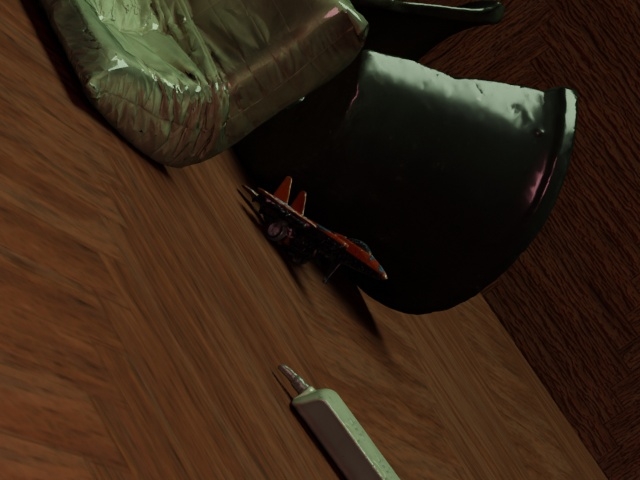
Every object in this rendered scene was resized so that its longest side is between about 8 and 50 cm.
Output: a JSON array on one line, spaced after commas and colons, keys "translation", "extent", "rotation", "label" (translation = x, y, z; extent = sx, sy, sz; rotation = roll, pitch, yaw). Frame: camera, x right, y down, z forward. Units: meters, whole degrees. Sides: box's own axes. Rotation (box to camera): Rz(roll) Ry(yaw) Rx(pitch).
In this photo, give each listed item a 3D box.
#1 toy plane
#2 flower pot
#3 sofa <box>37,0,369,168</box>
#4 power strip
[{"translation": [-0.003, 0.003, 1.661], "extent": [0.189, 0.061, 0.130], "rotation": [42, -2, 42], "label": "toy plane"}, {"translation": [0.059, -0.121, 1.852], "extent": [0.251, 0.379, 0.379], "rotation": [20, 28, -37], "label": "flower pot"}, {"translation": [-0.108, -0.206, 1.414], "extent": [0.210, 0.225, 0.176], "rotation": [62, 8, 34], "label": "sofa"}, {"translation": [0.047, 0.195, 1.296], "extent": [0.252, 0.027, 0.060], "rotation": [54, 8, 4], "label": "power strip"}]
